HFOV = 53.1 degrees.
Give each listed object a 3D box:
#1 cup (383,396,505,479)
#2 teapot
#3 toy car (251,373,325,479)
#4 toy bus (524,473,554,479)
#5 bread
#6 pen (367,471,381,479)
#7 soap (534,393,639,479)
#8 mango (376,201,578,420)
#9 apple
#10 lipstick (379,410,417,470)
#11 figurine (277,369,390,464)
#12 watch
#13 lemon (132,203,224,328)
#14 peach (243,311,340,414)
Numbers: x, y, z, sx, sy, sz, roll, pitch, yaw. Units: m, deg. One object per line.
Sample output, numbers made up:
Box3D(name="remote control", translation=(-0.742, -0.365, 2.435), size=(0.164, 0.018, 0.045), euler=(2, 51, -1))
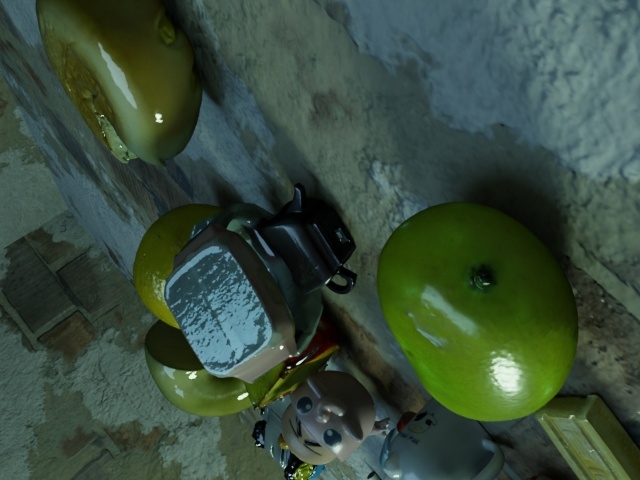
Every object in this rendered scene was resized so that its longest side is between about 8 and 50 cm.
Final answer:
Box3D(name="cup", translation=(0.184, 0.340, 0.955), size=(0.173, 0.142, 0.134), euler=(29, 147, 44))
Box3D(name="teapot", translation=(0.000, 0.000, 0.902), size=(0.096, 0.087, 0.177), euler=(-18, 110, 40))
Box3D(name="toy car", translation=(-0.048, 0.402, 1.495), size=(0.198, 0.166, 0.314), euler=(25, 116, 49))
Box3D(name="toy bus", translation=(0.302, 0.437, 0.888), size=(0.147, 0.127, 0.303), euler=(42, 156, 32))
Box3D(name="bread", translation=(-0.294, -0.266, 0.967), size=(0.333, 0.160, 0.333), euler=(40, 153, 25))
Box3D(name="pen", translation=(0.185, 0.659, 1.581), size=(0.204, 0.025, 0.025), euler=(52, 158, 1))
Box3D(name="soap", translation=(0.338, 0.277, 0.698), size=(0.252, 0.037, 0.092), euler=(53, 157, 1))
Box3D(name="mango", translation=(0.156, 0.079, 0.617), size=(0.185, 0.149, 0.273), euler=(18, 146, 44))
Box3D(name="apple", translation=(-0.211, 0.247, 1.388), size=(0.233, 0.295, 0.258), euler=(65, 172, -13))
Box3D(name="lipstick", translation=(0.148, 0.365, 1.158), size=(0.061, 0.068, 0.274), euler=(33, 153, 18))
Box3D(name="figurine", translation=(0.015, 0.339, 1.193), size=(0.176, 0.186, 0.287), euler=(43, 172, 7))
Box3D(name="watch", translation=(-0.098, 0.065, 0.972), size=(0.161, 0.241, 0.253), euler=(-35, 81, 26))
Box3D(name="lemon", translation=(-0.208, 0.060, 1.198), size=(0.219, 0.240, 0.240), euler=(23, 146, 25))
Box3D(name="peach", translation=(-0.058, 0.181, 1.169), size=(0.154, 0.158, 0.267), euler=(55, 146, 19))
